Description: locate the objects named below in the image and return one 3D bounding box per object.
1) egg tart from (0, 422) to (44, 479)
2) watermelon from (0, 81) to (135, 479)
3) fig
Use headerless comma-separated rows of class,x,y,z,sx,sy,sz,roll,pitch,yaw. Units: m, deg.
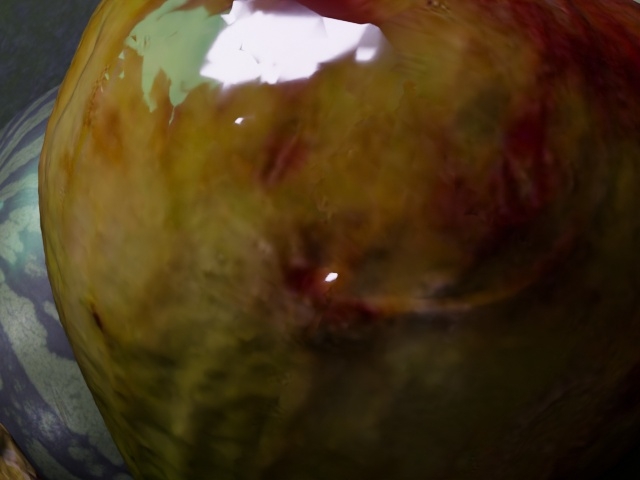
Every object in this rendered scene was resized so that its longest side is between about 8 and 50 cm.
egg tart,-0.140,0.144,0.631,0.132,0.297,0.297,-8,14,4
watermelon,-0.053,0.031,0.771,0.212,0.212,0.212,-48,9,10
fig,-0.016,0.046,0.597,0.321,0.217,0.217,-60,5,19
